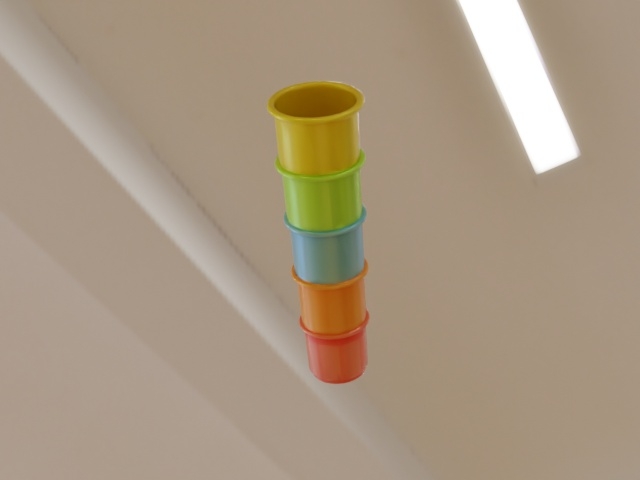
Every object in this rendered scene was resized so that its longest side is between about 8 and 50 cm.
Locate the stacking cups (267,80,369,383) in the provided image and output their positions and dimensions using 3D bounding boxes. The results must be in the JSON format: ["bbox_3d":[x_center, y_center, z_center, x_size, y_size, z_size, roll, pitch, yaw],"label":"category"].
[{"bbox_3d":[0.000,0.000,1.495,0.096,0.096,0.316,-9,-59,-11],"label":"stacking cups"}]
